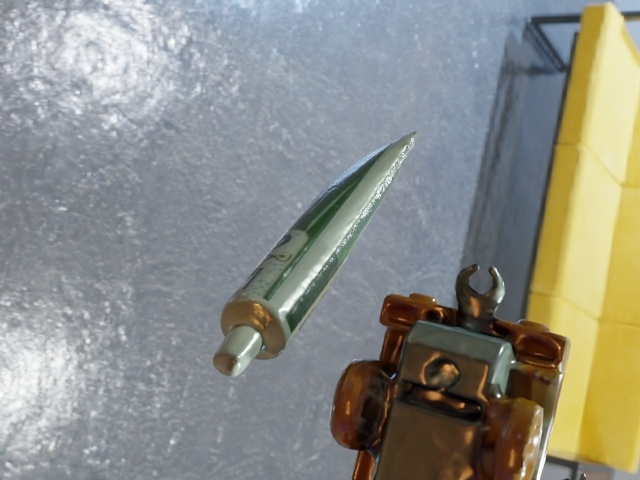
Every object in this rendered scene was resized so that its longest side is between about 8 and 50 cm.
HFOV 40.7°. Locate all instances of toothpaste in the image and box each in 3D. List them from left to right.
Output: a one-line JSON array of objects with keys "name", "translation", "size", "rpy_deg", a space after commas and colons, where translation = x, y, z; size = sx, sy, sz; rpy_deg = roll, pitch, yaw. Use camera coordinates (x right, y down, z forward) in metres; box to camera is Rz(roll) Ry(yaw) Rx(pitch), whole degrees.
[{"name": "toothpaste", "translation": [0.000, 0.000, 0.805], "size": [0.061, 0.099, 0.392], "rpy_deg": [53, 37, -12]}]

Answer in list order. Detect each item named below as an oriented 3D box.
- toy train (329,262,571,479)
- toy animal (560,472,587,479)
[{"name": "toy train", "translation": [0.107, 0.203, 0.734], "size": [0.232, 0.163, 0.369], "rpy_deg": [14, 89, -64]}, {"name": "toy animal", "translation": [0.299, 0.362, 1.084], "size": [0.217, 0.073, 0.176], "rpy_deg": [-35, 121, -88]}]
